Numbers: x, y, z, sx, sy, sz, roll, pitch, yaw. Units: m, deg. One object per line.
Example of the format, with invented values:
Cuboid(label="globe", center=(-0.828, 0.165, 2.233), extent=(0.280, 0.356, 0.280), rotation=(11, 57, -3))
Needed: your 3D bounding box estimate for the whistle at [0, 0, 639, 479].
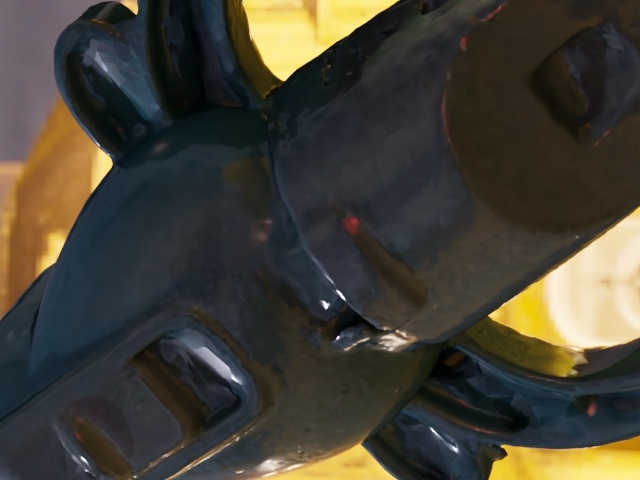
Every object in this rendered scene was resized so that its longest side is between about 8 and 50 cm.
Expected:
Cuboid(label="whistle", center=(0.000, 0.000, 0.498), extent=(0.186, 0.274, 0.093), rotation=(49, -151, -13))
